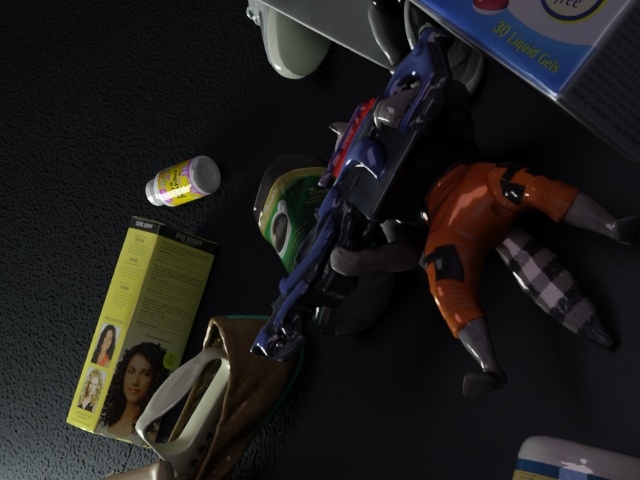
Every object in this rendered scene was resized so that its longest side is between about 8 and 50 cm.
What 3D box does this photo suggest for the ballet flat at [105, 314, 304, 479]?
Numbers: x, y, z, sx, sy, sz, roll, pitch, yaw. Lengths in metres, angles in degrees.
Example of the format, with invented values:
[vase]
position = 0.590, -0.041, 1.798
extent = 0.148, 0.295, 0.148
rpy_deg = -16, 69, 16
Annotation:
[ballet flat]
position = -0.138, 0.221, 1.885
extent = 0.342, 0.124, 0.116
rpy_deg = -63, 33, 7

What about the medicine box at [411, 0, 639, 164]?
[medicine box]
position = 0.251, -0.263, 1.657
extent = 0.289, 0.149, 0.263
rpy_deg = -53, 46, 6

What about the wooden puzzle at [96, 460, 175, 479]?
[wooden puzzle]
position = -0.202, 0.396, 1.818
extent = 0.348, 0.080, 0.322
rpy_deg = -22, 75, 44

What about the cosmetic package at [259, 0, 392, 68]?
[cosmetic package]
position = -0.017, -0.251, 1.869
extent = 0.060, 0.239, 0.099
rpy_deg = -56, 44, 11

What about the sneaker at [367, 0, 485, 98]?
[sneaker]
position = 0.110, -0.251, 1.822
extent = 0.086, 0.132, 0.229
rpy_deg = -4, 72, 43

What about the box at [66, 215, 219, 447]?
[box]
position = -0.189, 0.098, 2.016
extent = 0.058, 0.087, 0.232
rpy_deg = 12, 84, 48

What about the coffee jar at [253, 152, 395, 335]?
[coffee jar]
position = 0.000, 0.000, 1.864
extent = 0.184, 0.079, 0.096
rpy_deg = 59, 143, 39

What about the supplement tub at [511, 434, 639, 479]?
[supplement tub]
position = 0.208, 0.267, 1.517
extent = 0.144, 0.144, 0.200
rpy_deg = 8, 81, 46

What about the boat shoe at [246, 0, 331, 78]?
[boat shoe]
position = -0.036, -0.263, 2.019
extent = 0.081, 0.079, 0.227
rpy_deg = -25, 52, 44

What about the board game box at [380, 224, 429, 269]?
[board game box]
position = 0.103, -0.043, 1.824
extent = 0.103, 0.026, 0.154
rpy_deg = -57, 45, 13

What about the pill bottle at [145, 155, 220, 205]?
[pill bottle]
position = -0.152, -0.062, 2.070
extent = 0.083, 0.043, 0.043
rpy_deg = -18, 63, 40

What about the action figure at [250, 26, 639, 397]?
[action figure]
position = 0.098, 0.007, 1.697
extent = 0.341, 0.178, 0.330
rpy_deg = -56, 46, 17
